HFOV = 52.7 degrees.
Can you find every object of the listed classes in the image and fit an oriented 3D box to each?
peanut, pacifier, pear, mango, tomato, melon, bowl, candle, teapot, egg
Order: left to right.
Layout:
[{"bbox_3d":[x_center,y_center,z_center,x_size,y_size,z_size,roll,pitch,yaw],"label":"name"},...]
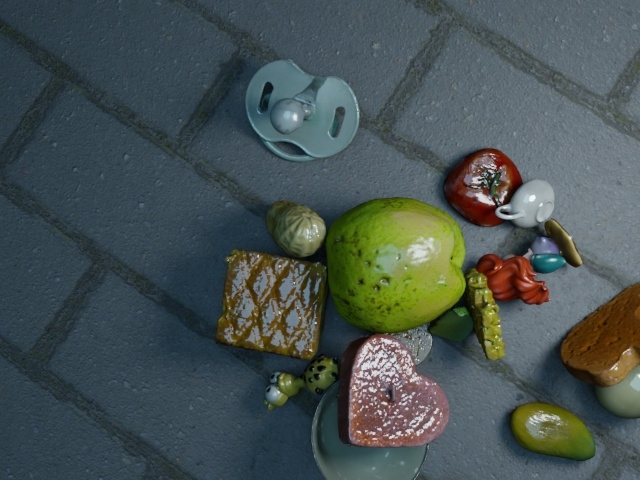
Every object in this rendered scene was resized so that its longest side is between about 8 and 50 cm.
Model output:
[{"bbox_3d":[-0.073,-0.036,1.776,0.146,0.305,0.147,-2,97,-14],"label":"peanut"},{"bbox_3d":[-0.072,-0.347,1.817,0.343,0.269,0.288,19,112,10],"label":"pacifier"},{"bbox_3d":[0.110,0.526,1.758,0.337,0.157,0.337,5,76,-19],"label":"bowl"},{"bbox_3d":[0.160,0.408,1.652,0.287,0.131,0.317,-38,90,-20],"label":"candle"},{"bbox_3d":[0.203,0.056,1.706,0.390,0.391,0.391,0,86,5],"label":"pear"},{"bbox_3d":[0.353,0.214,1.733,0.113,0.262,0.053,0,66,5],"label":"melon"},{"bbox_3d":[0.468,-0.157,1.830,0.227,0.101,0.228,0,83,3],"label":"tomato"},{"bbox_3d":[0.576,-0.097,1.775,0.226,0.092,0.145,-18,126,-28],"label":"teapot"},{"bbox_3d":[0.638,0.520,1.769,0.237,0.091,0.137,10,88,1],"label":"mango"},{"bbox_3d":[0.835,0.358,1.712,0.186,0.186,0.242,40,81,7],"label":"egg"}]

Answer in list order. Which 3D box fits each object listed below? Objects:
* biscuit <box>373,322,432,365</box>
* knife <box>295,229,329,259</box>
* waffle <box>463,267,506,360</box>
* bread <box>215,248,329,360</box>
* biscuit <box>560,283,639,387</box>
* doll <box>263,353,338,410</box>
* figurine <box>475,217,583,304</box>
[{"bbox_3d":[0.240,0.277,1.844,0.170,0.050,0.170,0,79,0],"label":"biscuit"},{"bbox_3d":[0.000,0.000,1.898,0.184,0.022,0.026,-35,109,1],"label":"knife"},{"bbox_3d":[0.424,0.168,1.723,0.057,0.229,0.219,-15,118,3],"label":"waffle"},{"bbox_3d":[-0.123,0.174,1.804,0.278,0.207,0.279,6,85,7],"label":"bread"},{"bbox_3d":[0.829,0.210,1.652,0.455,0.350,0.078,-34,101,17],"label":"biscuit"},{"bbox_3d":[-0.059,0.390,1.787,0.291,0.117,0.086,-27,126,35],"label":"doll"},{"bbox_3d":[0.565,0.077,1.755,0.257,0.181,0.208,-35,66,2],"label":"figurine"}]
